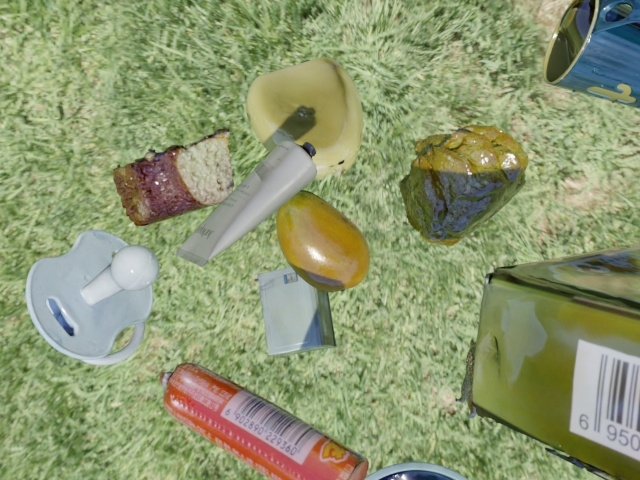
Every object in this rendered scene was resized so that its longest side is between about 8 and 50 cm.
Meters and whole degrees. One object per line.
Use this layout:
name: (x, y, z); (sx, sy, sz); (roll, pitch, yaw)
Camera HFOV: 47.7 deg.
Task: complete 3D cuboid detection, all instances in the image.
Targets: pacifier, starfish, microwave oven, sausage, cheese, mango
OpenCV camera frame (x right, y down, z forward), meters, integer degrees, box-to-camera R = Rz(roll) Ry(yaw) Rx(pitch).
pacifier: (-0.368, 0.087, 1.285); (0.225, 0.287, 0.239); (-29, 97, 33)
starfish: (0.320, 0.222, 1.455); (0.047, 0.295, 0.232); (14, 108, 10)
microwave oven: (-0.055, 0.172, 1.784); (0.162, 0.129, 0.205); (-12, 77, 19)
sausage: (-0.078, 0.206, 0.795); (0.274, 0.074, 0.074); (23, 105, 25)
cheese: (-0.027, -0.266, 1.627); (0.259, 0.128, 0.316); (-18, 62, 1)
mango: (-0.002, 0.006, 1.395); (0.221, 0.120, 0.152); (40, 63, -12)

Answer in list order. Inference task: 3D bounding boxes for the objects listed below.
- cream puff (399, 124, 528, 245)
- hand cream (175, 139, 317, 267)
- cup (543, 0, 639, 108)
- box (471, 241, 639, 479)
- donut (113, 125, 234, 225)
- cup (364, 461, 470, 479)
cream puff: (0.249, -0.099, 1.288); (0.244, 0.196, 0.244); (-14, 144, -10)
hand cream: (-0.074, -0.041, 0.772); (0.186, 0.087, 0.054); (-44, 115, -18)
cup: (0.406, -0.252, 0.956); (0.155, 0.176, 0.131); (18, 80, -9)
box: (0.398, 0.101, 0.577); (0.420, 0.373, 0.138); (-7, 104, -34)
donut: (-0.243, -0.104, 1.241); (0.186, 0.144, 0.126); (-15, 87, -27)
cup: (0.102, 0.435, 0.996); (0.331, 0.311, 0.257); (-34, 81, -28)
